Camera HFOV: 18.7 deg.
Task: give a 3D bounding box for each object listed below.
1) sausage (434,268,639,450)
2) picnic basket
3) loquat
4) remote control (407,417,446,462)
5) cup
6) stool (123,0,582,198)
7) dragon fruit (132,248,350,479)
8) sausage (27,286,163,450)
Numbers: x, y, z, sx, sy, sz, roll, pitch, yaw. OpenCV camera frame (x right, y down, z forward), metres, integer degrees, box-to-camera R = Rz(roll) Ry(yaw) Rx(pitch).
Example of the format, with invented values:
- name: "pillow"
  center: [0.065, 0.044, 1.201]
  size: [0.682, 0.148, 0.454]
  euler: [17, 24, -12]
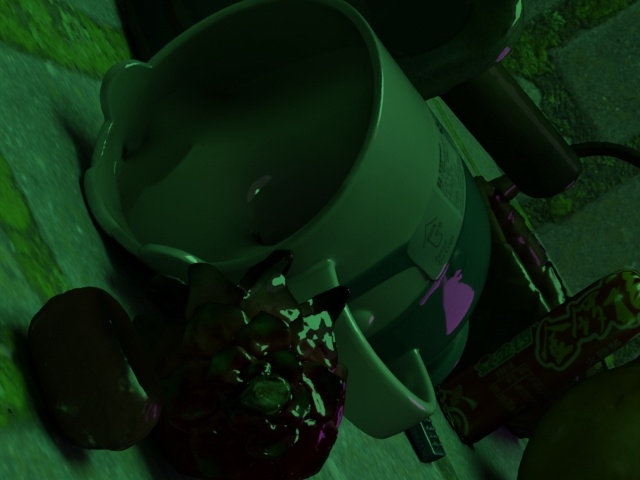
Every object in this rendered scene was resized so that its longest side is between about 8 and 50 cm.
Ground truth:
- name: "sausage"
  center: [0.239, 0.107, 1.958]
  size: [0.083, 0.264, 0.083]
  euler: [50, 14, -18]
- name: "picnic basket"
  center: [0.276, 0.041, 2.157]
  size: [0.293, 0.337, 0.337]
  euler: [63, 12, 24]
- name: "loquat"
  center: [0.323, 0.256, 1.945]
  size: [0.263, 0.263, 0.263]
  euler: [55, 12, -17]
- name: "remote control"
  center: [0.072, 0.132, 1.778]
  size: [0.152, 0.027, 0.043]
  euler: [63, 6, 15]
- name: "cup"
  center: [0.000, 0.000, 1.332]
  size: [0.257, 0.219, 0.290]
  euler: [47, 18, -49]
- name: "stool"
  center: [0.025, -0.143, 1.647]
  size: [0.226, 0.310, 0.310]
  euler: [60, 7, -46]
- name: "dragon fruit"
  center: [-0.048, 0.083, 1.151]
  size: [0.130, 0.121, 0.142]
  euler: [30, 38, -28]
- name: "sausage"
  center: [-0.121, 0.070, 1.035]
  size: [0.094, 0.054, 0.059]
  euler: [64, 12, 26]
